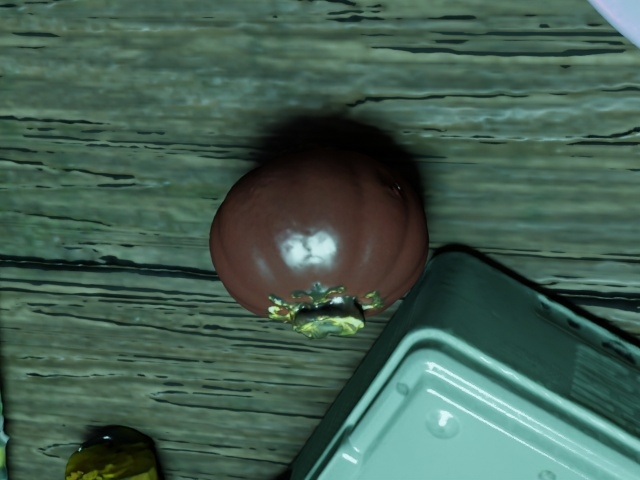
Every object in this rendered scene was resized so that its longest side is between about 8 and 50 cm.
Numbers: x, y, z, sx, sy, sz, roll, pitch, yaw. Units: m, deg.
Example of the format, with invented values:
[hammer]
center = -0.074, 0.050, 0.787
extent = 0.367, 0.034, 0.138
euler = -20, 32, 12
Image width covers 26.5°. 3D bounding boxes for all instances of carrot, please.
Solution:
[carrot]
center = -0.113, 0.227, 0.832
extent = 0.070, 0.070, 0.260
euler = 6, 124, 15

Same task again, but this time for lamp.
[lamp]
center = 0.000, 0.000, 0.621
extent = 0.101, 0.090, 0.101
euler = -4, 155, -2

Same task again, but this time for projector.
[projector]
center = 0.075, 0.152, 0.694
extent = 0.192, 0.099, 0.256
euler = 30, 127, -2

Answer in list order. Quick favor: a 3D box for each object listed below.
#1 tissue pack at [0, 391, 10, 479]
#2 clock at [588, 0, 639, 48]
[tissue pack]
center = -0.295, 0.060, 0.740
extent = 0.228, 0.128, 0.310
euler = 12, 125, 11
[clock]
center = 0.134, -0.199, 0.384
extent = 0.339, 0.102, 0.338
euler = 20, 136, 21
